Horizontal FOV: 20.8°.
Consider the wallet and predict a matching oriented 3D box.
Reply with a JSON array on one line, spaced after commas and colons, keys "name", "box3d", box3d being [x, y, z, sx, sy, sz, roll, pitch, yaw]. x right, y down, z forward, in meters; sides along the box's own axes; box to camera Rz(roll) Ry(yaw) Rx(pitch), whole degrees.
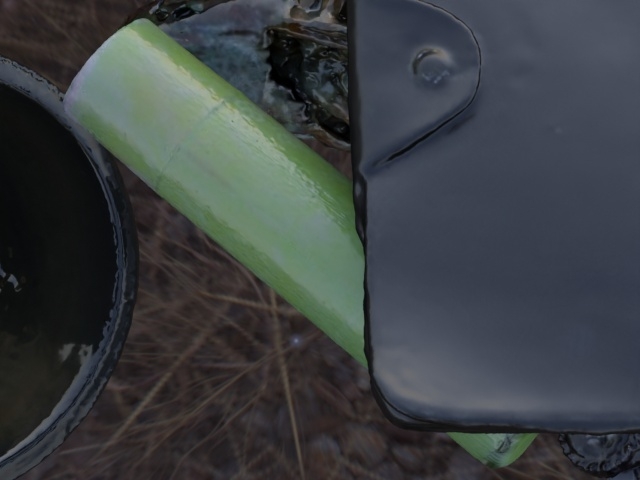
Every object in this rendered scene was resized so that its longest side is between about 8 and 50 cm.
[{"name": "wallet", "box3d": [0.111, -0.081, 0.892, 0.197, 0.051, 0.377, 1, 69, -2]}]

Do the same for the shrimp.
[{"name": "shrimp", "box3d": [0.056, -0.099, 1.056, 0.372, 0.137, 0.172, 3, 112, 13]}]

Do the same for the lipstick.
[{"name": "lipstick", "box3d": [0.000, 0.000, 0.924, 0.304, 0.076, 0.076, 40, 87, 10]}]

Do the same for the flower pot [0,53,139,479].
[{"name": "flower pot", "box3d": [-0.369, 0.029, 1.462, 0.379, 0.251, 0.379, -4, 96, -36]}]

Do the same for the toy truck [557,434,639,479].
[{"name": "toy truck", "box3d": [0.225, 0.201, 1.129, 0.111, 0.136, 0.286, -11, 66, 26]}]
